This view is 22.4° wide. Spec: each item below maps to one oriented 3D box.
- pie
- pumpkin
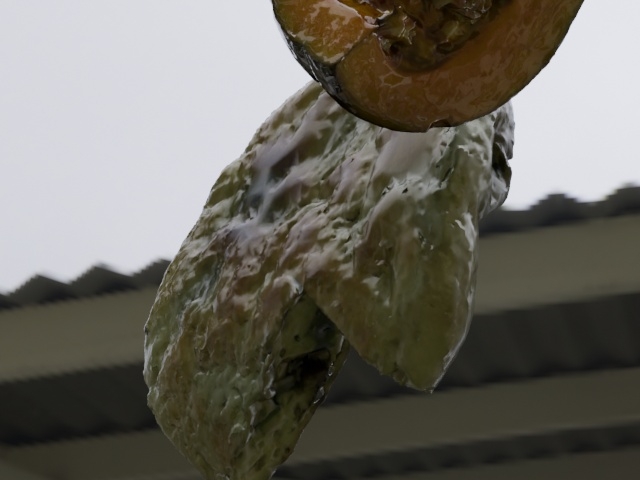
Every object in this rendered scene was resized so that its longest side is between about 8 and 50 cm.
[{"bbox_3d":[0.000,0.000,1.043,0.075,0.337,0.337,29,-54,-31],"label":"pie"},{"bbox_3d":[0.090,-0.172,0.877,0.248,0.131,0.126,-40,-42,9],"label":"pumpkin"}]
